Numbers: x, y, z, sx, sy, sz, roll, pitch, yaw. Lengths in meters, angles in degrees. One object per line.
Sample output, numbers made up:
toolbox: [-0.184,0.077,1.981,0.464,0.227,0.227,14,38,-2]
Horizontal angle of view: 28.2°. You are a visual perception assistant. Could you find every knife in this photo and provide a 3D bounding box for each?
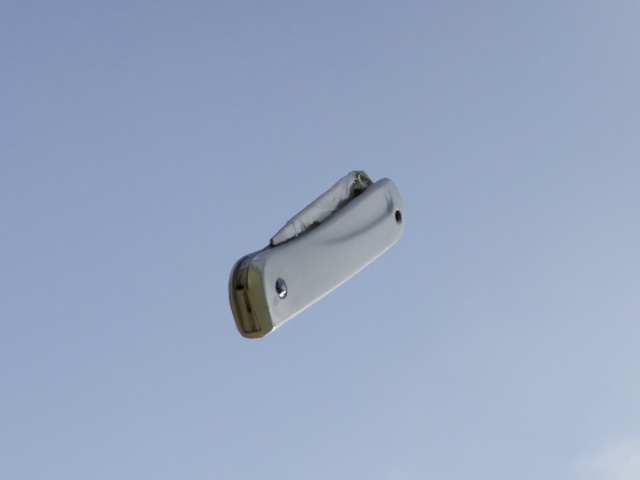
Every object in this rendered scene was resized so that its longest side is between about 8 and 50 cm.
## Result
knife: [0.000,0.003,0.987,0.040,0.265,0.073,-3,-74,26]
